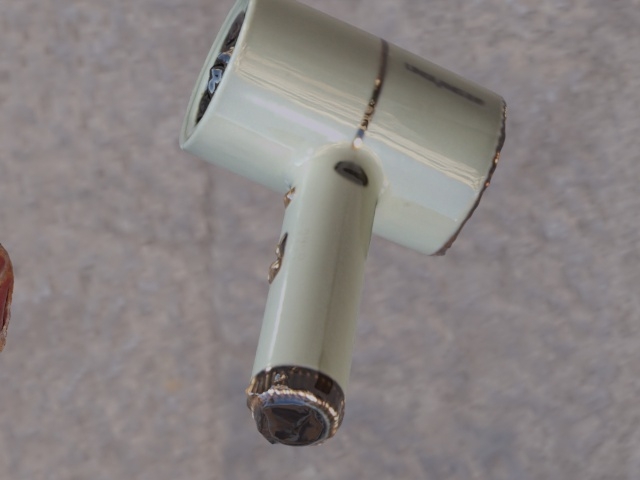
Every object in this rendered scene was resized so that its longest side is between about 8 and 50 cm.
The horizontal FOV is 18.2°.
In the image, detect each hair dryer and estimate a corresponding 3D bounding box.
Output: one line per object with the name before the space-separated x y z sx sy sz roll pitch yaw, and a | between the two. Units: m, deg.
hair dryer | 0.000 0.000 1.291 0.203 0.362 0.128 24 133 -12

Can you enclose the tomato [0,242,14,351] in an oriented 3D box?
tomato | -0.359 0.064 1.928 0.069 0.155 0.156 7 104 19
